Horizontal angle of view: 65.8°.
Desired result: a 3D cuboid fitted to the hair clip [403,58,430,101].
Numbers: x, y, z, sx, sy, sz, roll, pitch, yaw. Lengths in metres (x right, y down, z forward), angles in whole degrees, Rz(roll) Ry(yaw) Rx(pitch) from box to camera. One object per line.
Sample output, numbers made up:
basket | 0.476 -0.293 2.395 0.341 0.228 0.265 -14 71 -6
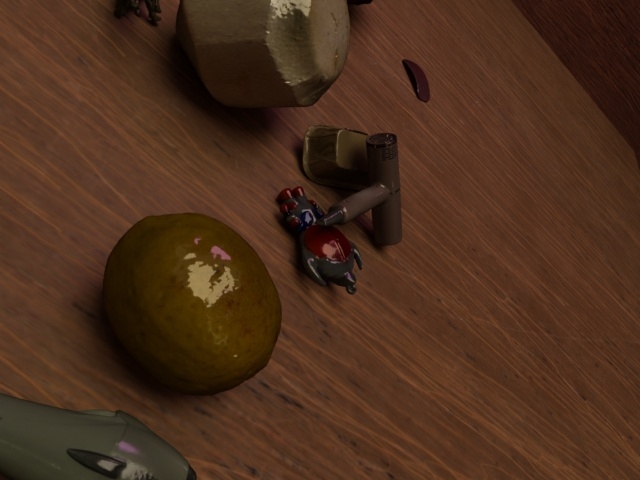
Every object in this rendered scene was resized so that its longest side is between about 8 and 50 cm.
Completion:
hair clip | 0.258 -0.430 1.314 0.054 0.022 0.137 1 64 -40

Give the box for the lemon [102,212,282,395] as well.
lemon | -0.128 0.067 0.522 0.207 0.170 0.170 57 41 -8

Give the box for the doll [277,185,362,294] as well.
doll | -0.001 0.001 0.765 0.194 0.062 0.104 57 23 14

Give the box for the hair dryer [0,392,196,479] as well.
hair dryer | -0.258 0.225 0.377 0.229 0.092 0.267 43 52 -2

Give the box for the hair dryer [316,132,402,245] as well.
hair dryer | 0.069 -0.039 0.787 0.220 0.054 0.195 -47 138 -44

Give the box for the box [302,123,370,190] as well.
box | 0.050 -0.150 0.886 0.177 0.111 0.111 5 61 -37

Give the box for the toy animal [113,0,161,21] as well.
toy animal | -0.267 -0.358 0.725 0.069 0.086 0.219 -1 40 -20

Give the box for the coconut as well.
coconut | -0.098 -0.318 0.755 0.237 0.266 0.237 11 90 -67

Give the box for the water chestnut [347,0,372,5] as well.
water chestnut | 0.070 -0.700 1.151 0.302 0.351 0.350 64 5 -74
